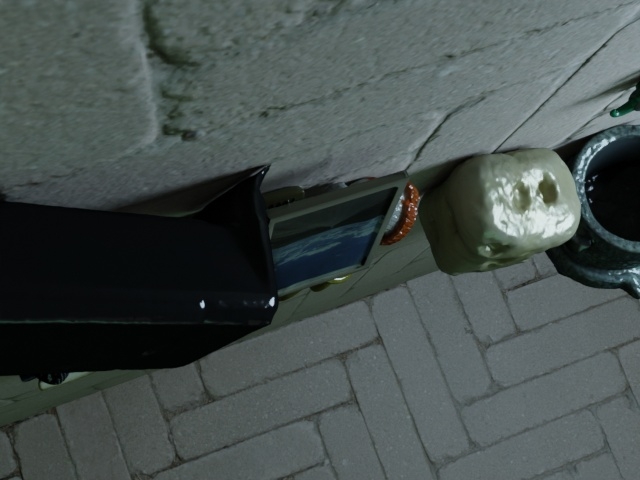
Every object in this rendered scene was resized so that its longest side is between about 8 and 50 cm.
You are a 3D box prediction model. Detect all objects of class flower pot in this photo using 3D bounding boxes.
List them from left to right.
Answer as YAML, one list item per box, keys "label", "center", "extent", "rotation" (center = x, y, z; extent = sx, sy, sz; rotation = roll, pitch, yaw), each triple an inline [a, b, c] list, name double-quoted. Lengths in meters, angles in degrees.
- label: "flower pot"
  center: [0.549, -0.039, 1.673]
  extent: [0.299, 0.299, 0.283]
  rotation: [-20, 168, -5]

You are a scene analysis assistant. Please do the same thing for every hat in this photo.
- label: "hat"
  center: [0.057, -0.050, 1.237]
  extent: [0.112, 0.094, 0.162]
  rotation: [-35, 148, 25]

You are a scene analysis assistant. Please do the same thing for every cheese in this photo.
- label: "cheese"
  center: [0.298, -0.056, 1.425]
  extent: [0.247, 0.174, 0.251]
  rotation: [-18, 166, -4]

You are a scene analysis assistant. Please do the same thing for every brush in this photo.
- label: "brush"
  center: [-0.149, -0.007, 1.088]
  extent: [0.282, 0.048, 0.054]
  rotation: [-16, 166, -19]

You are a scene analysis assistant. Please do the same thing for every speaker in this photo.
- label: "speaker"
  center: [-0.213, 0.019, 0.864]
  extent: [0.388, 0.184, 0.180]
  rotation: [4, 155, -45]

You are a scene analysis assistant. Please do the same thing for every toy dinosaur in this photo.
- label: "toy dinosaur"
  center: [0.458, -0.207, 1.244]
  extent: [0.132, 0.059, 0.096]
  rotation: [-32, 160, 17]

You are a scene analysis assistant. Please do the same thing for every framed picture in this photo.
- label: "framed picture"
  center: [0.000, 0.000, 1.155]
  extent: [0.189, 0.023, 0.260]
  rotation: [-17, 157, -18]

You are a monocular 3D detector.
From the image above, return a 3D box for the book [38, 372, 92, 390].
- label: "book"
  center: [-0.412, 0.221, 1.741]
  extent: [0.268, 0.032, 0.389]
  rotation: [-23, -179, -19]

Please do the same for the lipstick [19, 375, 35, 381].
- label: "lipstick"
  center: [-0.395, 0.171, 1.624]
  extent: [0.312, 0.051, 0.051]
  rotation: [-23, 173, 3]

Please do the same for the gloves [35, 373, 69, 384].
- label: "gloves"
  center: [-0.334, 0.103, 1.250]
  extent: [0.181, 0.106, 0.129]
  rotation: [-52, 165, 11]

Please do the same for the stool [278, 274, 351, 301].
- label: "stool"
  center: [-0.019, 0.026, 1.381]
  extent: [0.110, 0.134, 0.135]
  rotation: [-26, -145, 47]
